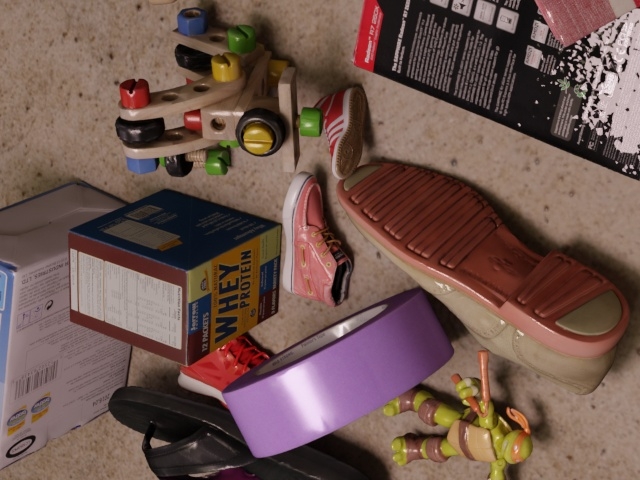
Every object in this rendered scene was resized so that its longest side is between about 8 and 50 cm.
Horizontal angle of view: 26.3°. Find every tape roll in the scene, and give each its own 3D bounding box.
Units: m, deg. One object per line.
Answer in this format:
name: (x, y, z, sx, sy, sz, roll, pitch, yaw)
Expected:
tape roll: (0.021, 0.158, 1.654, 0.275, 0.275, 0.090, -27, 92, 39)

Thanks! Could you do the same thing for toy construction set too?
toy construction set: (-0.098, -0.216, 1.662, 0.237, 0.257, 0.309, 4, 100, 16)

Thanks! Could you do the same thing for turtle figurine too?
turtle figurine: (0.181, 0.229, 1.686, 0.217, 0.087, 0.269, 7, 126, 44)

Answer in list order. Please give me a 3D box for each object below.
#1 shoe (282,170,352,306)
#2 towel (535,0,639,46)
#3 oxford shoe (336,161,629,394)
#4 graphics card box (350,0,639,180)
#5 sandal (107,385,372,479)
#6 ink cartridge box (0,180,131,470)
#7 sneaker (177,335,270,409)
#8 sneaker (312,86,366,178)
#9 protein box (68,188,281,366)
shoe: (0.000, 0.000, 1.747, 0.081, 0.063, 0.178, 20, 124, 27)
towel: (0.316, -0.358, 1.266, 0.329, 0.037, 0.237, -28, 107, 7)
oxford shoe: (0.170, 0.048, 1.598, 0.397, 0.140, 0.146, 38, 146, 29)
graphics card box: (0.225, -0.241, 1.470, 0.371, 0.094, 0.233, 25, 120, 27)
sandal: (-0.133, 0.307, 1.886, 0.445, 0.107, 0.167, 15, 153, 30)
ink cartridge box: (-0.405, 0.145, 1.956, 0.151, 0.270, 0.395, 26, 120, 28)
sneaker: (-0.115, 0.157, 1.874, 0.221, 0.087, 0.128, 7, 113, 32)
sneaker: (0.016, -0.128, 1.672, 0.067, 0.042, 0.118, -6, 66, 40)
protein box: (-0.191, 0.043, 1.808, 0.201, 0.200, 0.136, 17, 117, 29)
